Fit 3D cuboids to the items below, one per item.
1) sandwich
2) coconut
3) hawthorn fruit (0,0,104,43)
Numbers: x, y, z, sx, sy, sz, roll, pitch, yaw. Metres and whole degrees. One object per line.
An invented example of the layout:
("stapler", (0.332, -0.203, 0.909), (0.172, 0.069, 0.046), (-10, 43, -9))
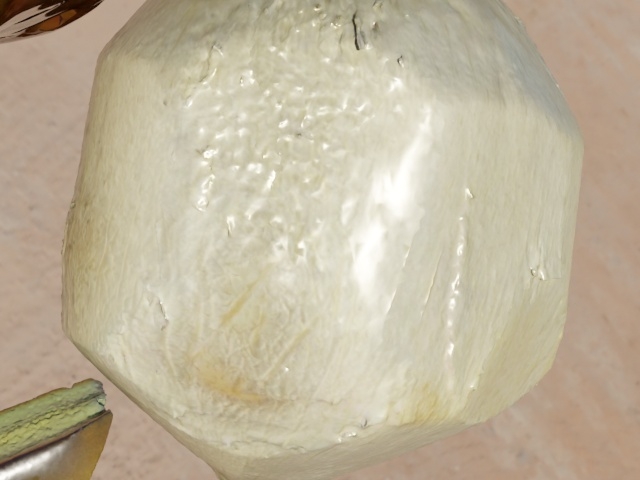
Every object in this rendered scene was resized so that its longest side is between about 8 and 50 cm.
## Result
("sandwich", (-0.272, 0.202, 0.960), (0.258, 0.094, 0.096), (-23, 111, -16))
("coconut", (0.000, 0.000, 0.588), (0.245, 0.245, 0.247), (-2, 100, -51))
("hawthorn fruit", (-0.147, -0.204, 0.363), (0.308, 0.325, 0.308), (42, 21, -20))
